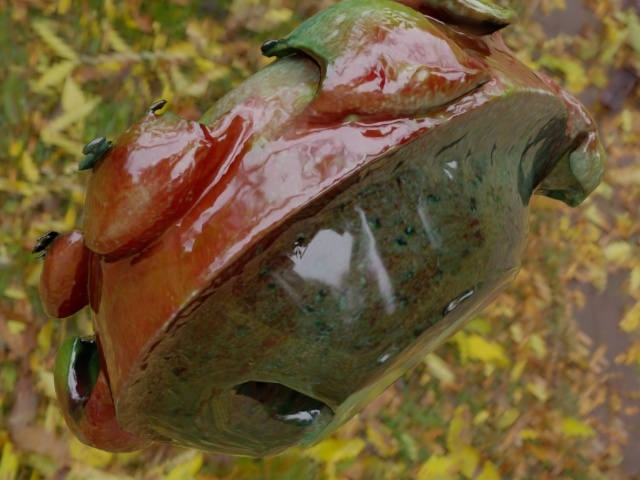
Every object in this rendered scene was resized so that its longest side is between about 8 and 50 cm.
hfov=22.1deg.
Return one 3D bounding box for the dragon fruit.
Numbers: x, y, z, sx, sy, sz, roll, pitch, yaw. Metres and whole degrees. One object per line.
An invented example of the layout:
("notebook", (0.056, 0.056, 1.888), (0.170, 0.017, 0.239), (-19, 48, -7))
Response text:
("dragon fruit", (0.000, 0.000, 0.717), (0.268, 0.295, 0.130), (-38, 81, -13))
